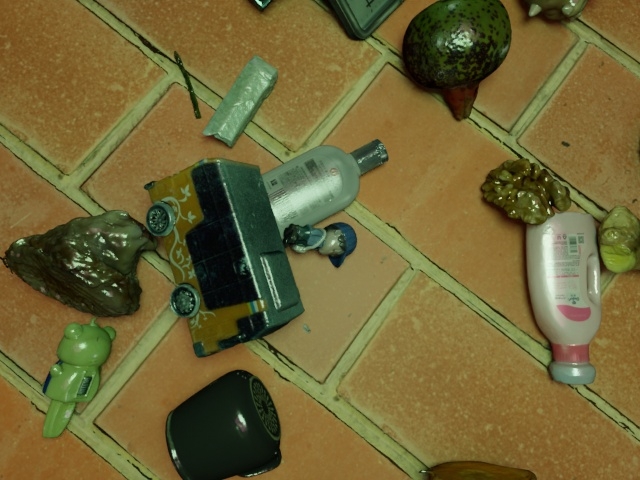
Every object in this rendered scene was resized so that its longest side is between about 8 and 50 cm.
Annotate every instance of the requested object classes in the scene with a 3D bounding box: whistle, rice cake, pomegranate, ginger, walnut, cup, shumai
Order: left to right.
[{"bbox_3d":[-0.458,0.252,0.844,0.085,0.105,0.228,16,84,30],"label":"whistle"},{"bbox_3d":[-0.424,0.029,0.860,0.217,0.184,0.186,11,47,10],"label":"shumai"},{"bbox_3d":[-0.161,0.358,0.820,0.176,0.169,0.223,-27,115,-2],"label":"cup"},{"bbox_3d":[-0.162,-0.285,0.943,0.069,0.063,0.207,30,83,-5],"label":"rice cake"},{"bbox_3d":[0.279,-0.368,0.931,0.214,0.214,0.248,-18,121,-5],"label":"pomegranate"},{"bbox_3d":[0.412,-0.108,0.910,0.142,0.069,0.170,-30,46,-9],"label":"walnut"},{"bbox_3d":[0.670,0.015,0.921,0.294,0.086,0.131,11,73,-21],"label":"ginger"}]

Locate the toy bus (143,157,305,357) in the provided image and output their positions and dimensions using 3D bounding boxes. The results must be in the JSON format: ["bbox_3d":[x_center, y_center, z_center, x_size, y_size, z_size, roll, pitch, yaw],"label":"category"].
[{"bbox_3d":[-0.169,0.026,0.824,0.194,0.161,0.324,-21,85,22],"label":"toy bus"}]

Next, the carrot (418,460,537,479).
[{"bbox_3d":[0.289,0.572,0.779,0.223,0.224,0.341,-2,78,-3],"label":"carrot"}]

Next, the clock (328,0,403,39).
[{"bbox_3d":[0.096,-0.610,0.939,0.279,0.049,0.273,-47,128,-8],"label":"clock"}]

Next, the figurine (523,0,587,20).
[{"bbox_3d":[0.502,-0.592,0.963,0.172,0.177,0.248,2,94,-21],"label":"figurine"}]

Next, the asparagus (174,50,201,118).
[{"bbox_3d":[-0.284,-0.336,0.967,0.016,0.016,0.163,-22,85,13],"label":"asparagus"}]

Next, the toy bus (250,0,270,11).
[{"bbox_3d":[-0.060,-0.606,0.950,0.261,0.109,0.091,-45,111,1],"label":"toy bus"}]

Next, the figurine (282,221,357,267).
[{"bbox_3d":[0.000,0.000,0.895,0.149,0.086,0.088,12,61,-24],"label":"figurine"}]

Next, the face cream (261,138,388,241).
[{"bbox_3d":[0.001,-0.120,0.925,0.291,0.071,0.144,-30,88,-5],"label":"face cream"}]

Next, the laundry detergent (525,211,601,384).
[{"bbox_3d":[0.495,0.113,0.913,0.158,0.088,0.336,-1,84,-10],"label":"laundry detergent"}]
